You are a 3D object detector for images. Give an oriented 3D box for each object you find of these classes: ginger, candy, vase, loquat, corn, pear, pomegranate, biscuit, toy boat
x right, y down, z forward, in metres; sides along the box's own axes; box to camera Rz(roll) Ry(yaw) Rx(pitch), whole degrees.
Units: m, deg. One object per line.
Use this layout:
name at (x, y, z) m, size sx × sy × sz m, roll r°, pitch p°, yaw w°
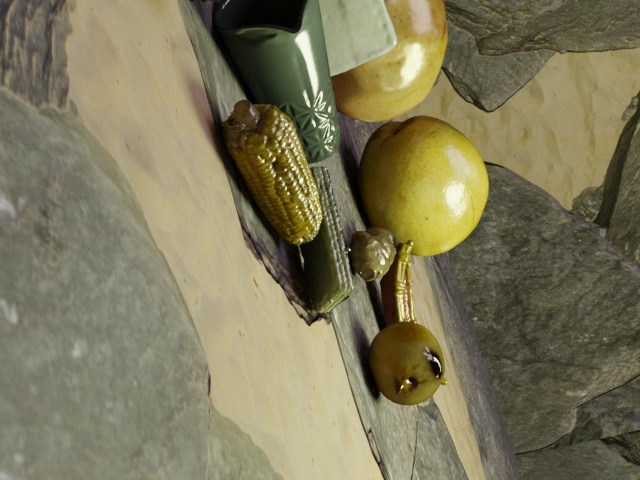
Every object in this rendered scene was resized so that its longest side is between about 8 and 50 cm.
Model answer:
ginger at (0.107, 0.019, 1.974) m, size 0.104 × 0.080 × 0.204 m, roll 67°, pitch 14°, yaw -3°
candy at (-0.031, -0.447, 1.640) m, size 0.358 × 0.208 × 0.145 m, roll 66°, pitch -5°, yaw -26°
vase at (-0.055, -0.262, 1.527) m, size 0.251 × 0.156 × 0.300 m, roll 50°, pitch -13°, yaw 43°
loquat at (0.156, 0.222, 1.798) m, size 0.163 × 0.137 × 0.163 m, roll 47°, pitch 20°, yaw -23°
corn at (-0.059, -0.091, 1.352) m, size 0.261 × 0.097 × 0.097 m, roll 64°, pitch 16°, yaw -45°
pear at (0.223, -0.126, 2.217) m, size 0.314 × 0.315 × 0.314 m, roll -16°, pitch 90°, yaw -78°
pomegranate at (0.080, -0.396, 1.941) m, size 0.338 × 0.338 × 0.338 m, roll -16°, pitch 90°, yaw -78°
biscuit at (0.000, 0.000, 1.499) m, size 0.121 × 0.041 × 0.199 m, roll 134°, pitch -53°, yaw -60°
toy boat at (0.181, 0.156, 2.048) m, size 0.141 × 0.099 × 0.317 m, roll -47°, pitch 124°, yaw -74°

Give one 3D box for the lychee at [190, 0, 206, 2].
lychee at (-0.149, -0.372, 1.193) m, size 0.171 × 0.171 × 0.171 m, roll -16°, pitch 90°, yaw -78°
